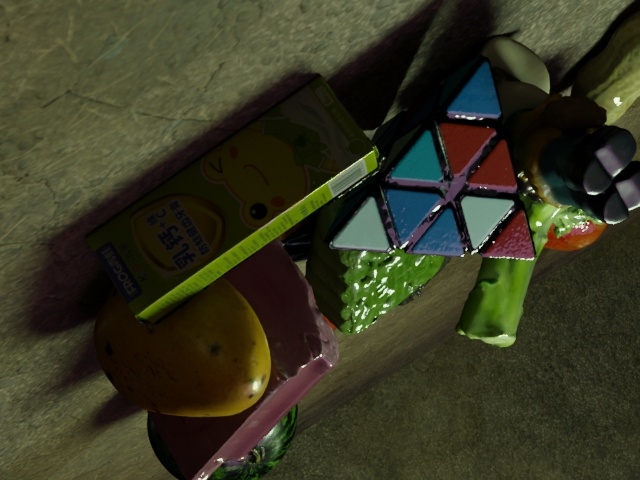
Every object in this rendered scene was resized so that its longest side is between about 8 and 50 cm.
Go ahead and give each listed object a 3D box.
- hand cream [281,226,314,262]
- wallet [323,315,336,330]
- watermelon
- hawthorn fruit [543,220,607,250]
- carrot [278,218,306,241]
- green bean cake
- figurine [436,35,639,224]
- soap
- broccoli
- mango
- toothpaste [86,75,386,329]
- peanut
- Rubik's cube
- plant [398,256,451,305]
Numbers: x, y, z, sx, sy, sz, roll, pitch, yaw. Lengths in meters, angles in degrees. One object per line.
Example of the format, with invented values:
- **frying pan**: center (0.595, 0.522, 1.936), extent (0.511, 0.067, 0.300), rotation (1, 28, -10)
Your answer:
- **hand cream**: center (0.000, 0.000, 1.664), extent (0.270, 0.061, 0.120), rotation (-13, 169, -44)
- **wallet**: center (-0.026, 0.175, 2.176), extent (0.204, 0.045, 0.142), rotation (-16, 158, -51)
- **watermelon**: center (-0.168, 0.307, 1.891), extent (0.269, 0.269, 0.269), rotation (-33, 165, -10)
- **hawthorn fruit**: center (0.501, -0.063, 2.332), extent (0.225, 0.196, 0.196), rotation (-10, 153, -39)
- **carrot**: center (-0.060, -0.011, 1.533), extent (0.093, 0.032, 0.032), rotation (-32, 166, -32)
- **green bean cake**: center (0.084, -0.004, 1.567), extent (0.222, 0.125, 0.248), rotation (-34, 146, -23)
- **figurine**: center (0.252, -0.115, 1.369), extent (0.204, 0.332, 0.185), rotation (-36, 124, 7)
- **soap**: center (-0.131, 0.162, 1.525), extent (0.128, 0.233, 0.359), rotation (-21, 160, -38)
- **broccoli**: center (0.327, -0.053, 1.718), extent (0.397, 0.353, 0.275), rotation (-43, -151, -17)
- **mango**: center (-0.164, 0.119, 1.310), extent (0.160, 0.191, 0.290), rotation (-19, -162, -37)
- **toothpaste**: center (-0.092, -0.043, 1.199), extent (0.327, 0.110, 0.077), rotation (-35, 167, -1)
- **peanut**: center (0.498, -0.274, 1.773), extent (0.123, 0.123, 0.257), rotation (-26, 163, -32)
- **Rubik's cube**: center (0.194, -0.072, 1.307), extent (0.250, 0.234, 0.284), rotation (-46, -170, 31)
- **plant**: center (0.134, 0.048, 1.971), extent (0.203, 0.142, 0.131), rotation (-41, 177, -15)
